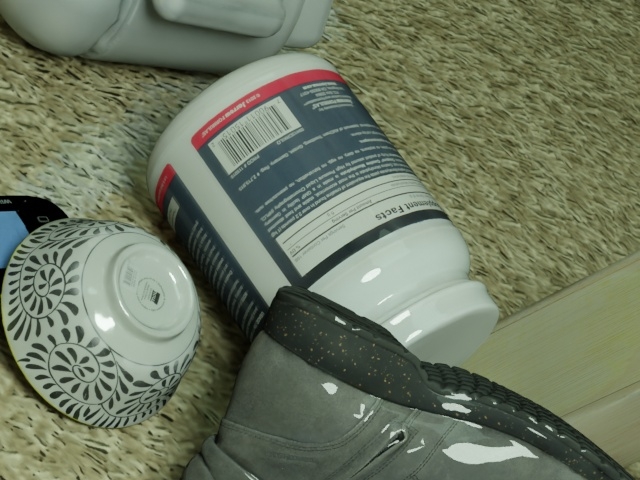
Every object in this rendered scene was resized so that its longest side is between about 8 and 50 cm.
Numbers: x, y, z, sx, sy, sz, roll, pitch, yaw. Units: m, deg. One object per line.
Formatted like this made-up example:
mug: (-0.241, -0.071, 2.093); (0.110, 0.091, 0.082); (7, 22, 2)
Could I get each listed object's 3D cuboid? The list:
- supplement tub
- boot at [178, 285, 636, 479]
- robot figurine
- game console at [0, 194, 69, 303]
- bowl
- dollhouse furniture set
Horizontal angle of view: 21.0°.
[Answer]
supplement tub: (0.000, 0.000, 1.407); (0.191, 0.191, 0.272); (-15, 62, -45)
boot: (0.061, 0.197, 1.256); (0.338, 0.222, 0.118); (27, 3, -6)
robot figurine: (-0.150, -0.256, 1.538); (0.353, 0.199, 0.300); (2, 23, -37)
game console: (-0.337, -0.002, 1.268); (0.361, 0.044, 0.213); (-3, 54, -40)
bowl: (-0.146, 0.049, 1.297); (0.170, 0.080, 0.170); (21, 56, -35)
dollhouse furniture set: (0.313, 0.214, 1.475); (0.394, 0.256, 0.362); (43, 34, -28)
